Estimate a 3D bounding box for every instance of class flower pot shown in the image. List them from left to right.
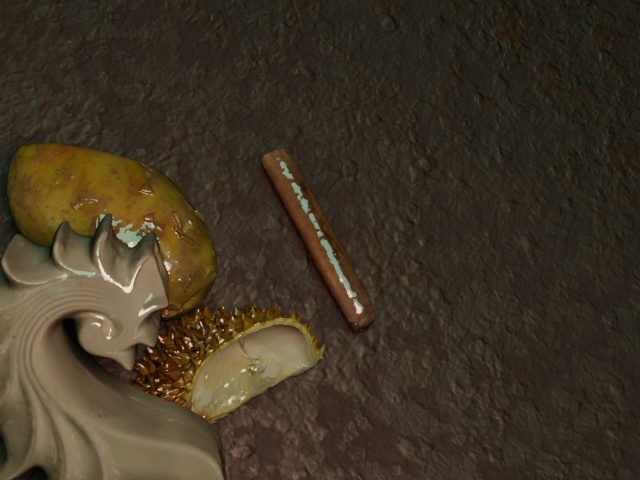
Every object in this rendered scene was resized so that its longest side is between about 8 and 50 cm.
[{"bbox_3d":[-0.266,0.165,1.709,0.254,0.164,0.367,-15,109,-1],"label":"flower pot"}]

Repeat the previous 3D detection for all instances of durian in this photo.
[{"bbox_3d":[-0.114,0.147,1.855,0.252,0.144,0.139,-32,103,-26],"label":"durian"}]

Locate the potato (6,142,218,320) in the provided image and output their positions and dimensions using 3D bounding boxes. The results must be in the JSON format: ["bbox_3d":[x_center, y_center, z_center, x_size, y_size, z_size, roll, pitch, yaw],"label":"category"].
[{"bbox_3d":[-0.257,-0.021,1.853,0.298,0.141,0.176,36,57,0],"label":"potato"}]

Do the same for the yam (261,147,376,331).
[{"bbox_3d":[0.000,0.000,1.957,0.046,0.046,0.264,-25,79,-20],"label":"yam"}]
